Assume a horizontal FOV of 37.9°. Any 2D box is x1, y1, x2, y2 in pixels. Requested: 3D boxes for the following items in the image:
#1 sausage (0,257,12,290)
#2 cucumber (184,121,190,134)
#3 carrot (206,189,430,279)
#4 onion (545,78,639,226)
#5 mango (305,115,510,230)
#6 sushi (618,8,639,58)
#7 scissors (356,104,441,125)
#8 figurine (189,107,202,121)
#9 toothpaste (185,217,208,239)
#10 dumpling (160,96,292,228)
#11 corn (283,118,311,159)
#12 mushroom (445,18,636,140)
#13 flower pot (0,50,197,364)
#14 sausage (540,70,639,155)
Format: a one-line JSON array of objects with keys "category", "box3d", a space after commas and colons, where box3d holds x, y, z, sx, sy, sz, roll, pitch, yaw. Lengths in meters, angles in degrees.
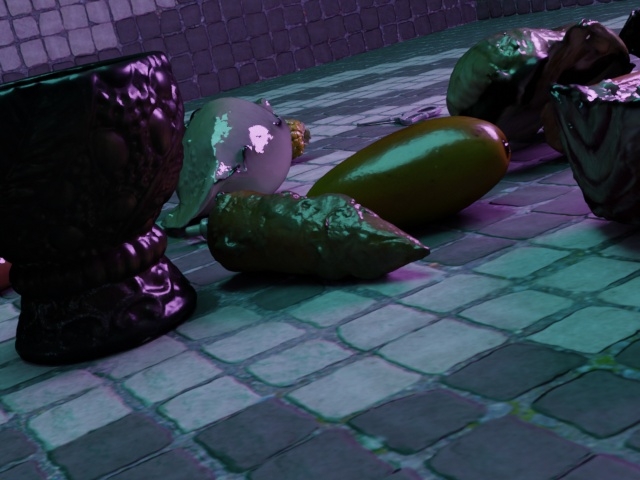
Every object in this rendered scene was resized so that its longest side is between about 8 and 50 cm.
[{"category": "sausage", "box3d": [-0.427, 0.028, 1.243, 0.078, 0.078, 0.304, -4, 16, 32]}, {"category": "cucumber", "box3d": [-0.313, -0.135, 1.673, 0.293, 0.067, 0.067, -36, 25, -30]}, {"category": "carrot", "box3d": [0.000, 0.000, 0.974, 0.263, 0.102, 0.102, 8, 25, 38]}, {"category": "onion", "box3d": [0.368, -0.085, 0.872, 0.280, 0.146, 0.314, 1, 7, 2]}, {"category": "mango", "box3d": [0.096, -0.069, 1.078, 0.253, 0.113, 0.138, -21, 19, 0]}, {"category": "sushi", "box3d": [0.558, -0.279, 1.382, 0.172, 0.153, 0.150, 13, 25, -28]}, {"category": "scissors", "box3d": [0.147, -0.242, 1.852, 0.189, 0.015, 0.100, -2, 21, 40]}, {"category": "figurine", "box3d": [-0.234, -0.197, 1.819, 0.240, 0.116, 0.175, -17, 15, -12]}, {"category": "toothpaste", "box3d": [-0.083, -0.025, 1.230, 0.197, 0.029, 0.048, -8, 18, 7]}, {"category": "dumpling", "box3d": [-0.159, -0.106, 1.383, 0.227, 0.175, 0.243, -38, -16, 33]}, {"category": "corn", "box3d": [-0.128, -0.165, 1.684, 0.238, 0.080, 0.080, -13, 15, 14]}, {"category": "mushroom", "box3d": [0.300, -0.238, 1.307, 0.344, 0.130, 0.247, -23, -21, -39]}, {"category": "flower pot", "box3d": [-0.249, -0.033, 0.941, 0.266, 0.267, 0.266, -11, 15, 3]}, {"category": "sausage", "box3d": [0.425, -0.184, 1.255, 0.289, 0.086, 0.086, -19, 16, -17]}]
